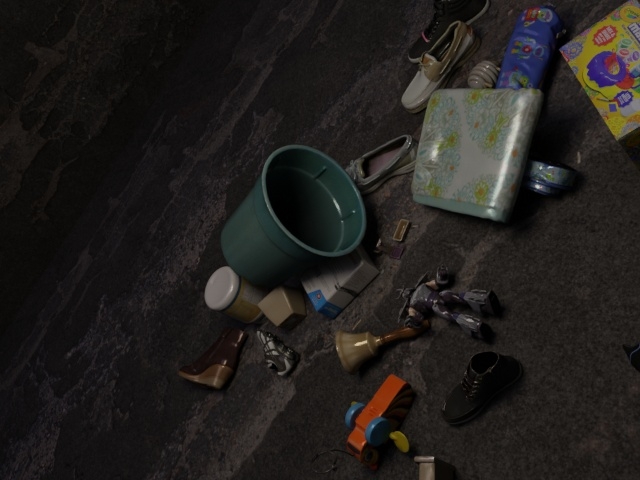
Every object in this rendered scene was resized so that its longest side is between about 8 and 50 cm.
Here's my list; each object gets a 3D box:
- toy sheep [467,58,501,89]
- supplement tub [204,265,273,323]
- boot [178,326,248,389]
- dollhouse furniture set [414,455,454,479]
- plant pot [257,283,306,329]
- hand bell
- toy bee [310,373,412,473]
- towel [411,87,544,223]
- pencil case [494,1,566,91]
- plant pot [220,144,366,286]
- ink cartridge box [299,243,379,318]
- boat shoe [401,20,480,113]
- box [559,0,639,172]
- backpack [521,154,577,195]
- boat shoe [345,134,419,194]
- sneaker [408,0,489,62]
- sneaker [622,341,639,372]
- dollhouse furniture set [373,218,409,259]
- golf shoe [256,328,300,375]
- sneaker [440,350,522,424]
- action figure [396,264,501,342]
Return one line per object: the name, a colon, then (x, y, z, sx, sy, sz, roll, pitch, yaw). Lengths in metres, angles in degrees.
toy sheep: (0.459, -0.454, 1.794, 0.132, 0.091, 0.091, -49, 39, -16)
supplement tub: (-0.253, 0.180, 2.044, 0.144, 0.199, 0.144, -22, 54, 34)
boot: (-0.356, 0.388, 2.137, 0.248, 0.090, 0.207, -3, 54, 45)
dollhouse furniture set: (0.111, 0.576, 1.393, 0.303, 0.286, 0.198, -10, 60, 28)
plant pot: (-0.107, 0.211, 1.963, 0.109, 0.109, 0.096, -43, 58, 18)
hand bell: (0.174, 0.257, 1.678, 0.242, 0.126, 0.126, -22, 52, 18)
toy bee: (0.117, 0.475, 1.573, 0.298, 0.162, 0.195, -29, 36, -3)
towel: (0.379, -0.228, 1.634, 0.374, 0.090, 0.321, 24, 105, 59)
pencil case: (0.549, -0.465, 1.687, 0.133, 0.119, 0.306, 15, 77, 26)
plant pot: (-0.102, -0.044, 1.840, 0.334, 0.341, 0.341, -36, 44, 46)
ink cartridge box: (0.054, 0.102, 1.871, 0.203, 0.086, 0.148, -45, 42, 15)
boat shoe: (0.343, -0.527, 1.935, 0.302, 0.103, 0.113, -50, 42, 11)
box: (0.682, -0.289, 1.332, 0.177, 0.279, 0.290, -33, 47, 26)
backpack: (0.544, -0.151, 1.526, 0.114, 0.105, 0.084, 27, 110, 48)
boat shoe: (0.165, -0.230, 1.939, 0.320, 0.103, 0.118, -19, 55, 36)
sneaker: (0.362, -0.684, 1.975, 0.295, 0.147, 0.105, -37, 48, 26)
sneaker: (0.686, 0.165, 1.216, 0.232, 0.081, 0.090, -46, 50, 17)
dollhouse furniture set: (0.190, -0.020, 1.811, 0.091, 0.081, 0.114, 16, 79, 48)
golf shoe: (-0.150, 0.337, 1.947, 0.198, 0.077, 0.094, 31, 91, 50)
sneaker: (0.336, 0.324, 1.442, 0.222, 0.118, 0.083, -45, 43, 16)
action figure: (0.300, 0.152, 1.587, 0.285, 0.099, 0.185, 13, 70, 44)
